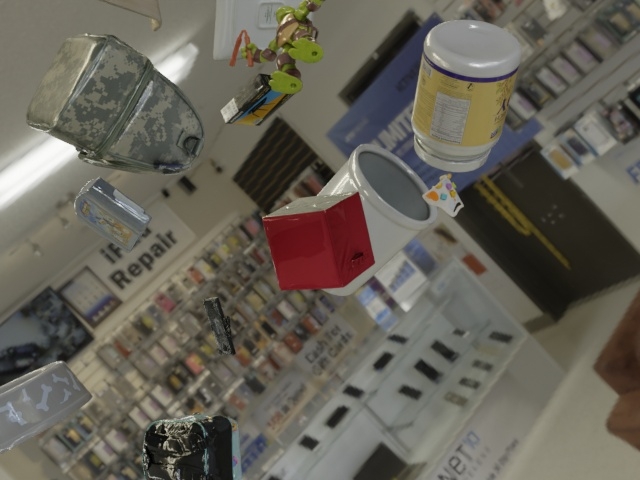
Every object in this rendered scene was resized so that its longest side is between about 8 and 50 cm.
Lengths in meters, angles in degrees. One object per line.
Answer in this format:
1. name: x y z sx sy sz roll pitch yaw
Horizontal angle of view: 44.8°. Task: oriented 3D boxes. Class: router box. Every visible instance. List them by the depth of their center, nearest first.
1. router box: -0.163 -0.376 2.088 0.133 0.046 0.179 -6 -22 -49

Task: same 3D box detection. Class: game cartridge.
1. game cartridge: -0.569 -0.067 2.100 0.062 0.198 0.297 -62 11 -24

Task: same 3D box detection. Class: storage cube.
1. storage cube: 0.000 0.000 1.911 0.215 0.193 0.184 -6 15 33

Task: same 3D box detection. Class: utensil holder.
1. utensil holder: 0.120 -0.054 2.443 0.385 0.327 0.327 -47 0 30

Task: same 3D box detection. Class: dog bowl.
1. dog bowl: -0.653 0.361 1.598 0.349 0.102 0.349 -25 3 1

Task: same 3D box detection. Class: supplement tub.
1. supplement tub: 0.364 -0.367 1.993 0.241 0.241 0.331 -46 -28 -39

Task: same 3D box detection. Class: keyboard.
1. keyboard: -0.295 0.258 2.333 0.023 0.180 0.108 -22 7 -39

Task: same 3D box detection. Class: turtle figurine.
1. turtle figurine: -0.059 -0.350 1.374 0.269 0.087 0.217 -37 39 25

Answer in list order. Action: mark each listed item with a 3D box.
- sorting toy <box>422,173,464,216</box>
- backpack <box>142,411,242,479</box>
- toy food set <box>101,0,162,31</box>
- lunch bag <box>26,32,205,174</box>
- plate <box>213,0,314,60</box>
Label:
1. sorting toy: 0.259 -0.088 1.572 0.045 0.075 0.083 -30 10 47
2. backpack: -0.244 0.412 1.472 0.188 0.166 0.144 -10 -7 32
3. toy food set: -0.460 -0.567 1.586 0.092 0.219 0.306 -15 -9 33
4. lunch bag: -0.377 -0.236 1.460 0.305 0.256 0.212 18 81 56
5. plate: -0.134 -0.593 2.014 0.278 0.045 0.277 -8 -51 -21
